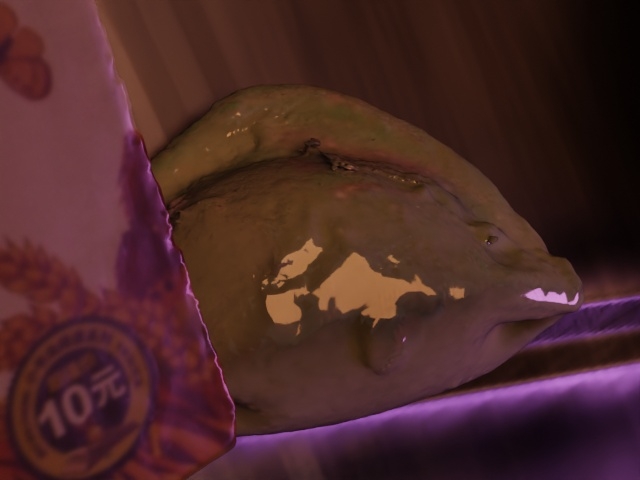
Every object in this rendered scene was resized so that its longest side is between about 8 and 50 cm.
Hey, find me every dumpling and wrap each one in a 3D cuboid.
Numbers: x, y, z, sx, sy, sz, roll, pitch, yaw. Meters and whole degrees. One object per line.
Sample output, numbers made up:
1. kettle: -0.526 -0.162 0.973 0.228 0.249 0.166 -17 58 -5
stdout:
1. dumpling: 0.003 0.005 0.825 0.216 0.105 0.149 -6 94 -10

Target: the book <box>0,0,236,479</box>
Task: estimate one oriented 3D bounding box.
1. book: -0.209 -0.043 0.622 0.300 0.039 0.428 -30 115 -27
